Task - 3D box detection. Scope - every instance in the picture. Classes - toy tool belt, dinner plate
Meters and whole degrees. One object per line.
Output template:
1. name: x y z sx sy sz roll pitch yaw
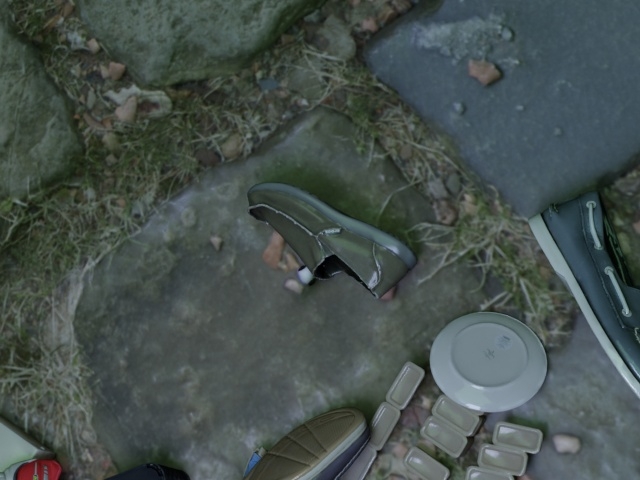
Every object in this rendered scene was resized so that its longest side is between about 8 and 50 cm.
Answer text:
1. toy tool belt: -0.079 0.303 1.433 0.052 0.051 0.083 13 78 23
2. dinner plate: 0.203 0.143 1.377 0.141 0.017 0.141 -1 53 2

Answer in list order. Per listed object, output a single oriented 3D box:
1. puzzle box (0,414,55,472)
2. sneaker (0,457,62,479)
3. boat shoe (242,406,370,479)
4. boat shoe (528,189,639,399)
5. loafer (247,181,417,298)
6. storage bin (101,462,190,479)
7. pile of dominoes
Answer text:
1. puzzle box: -0.599 0.315 1.612 0.409 0.052 0.272 28 84 25
2. sneaker: -0.328 0.409 1.463 0.118 0.107 0.279 -18 78 -29
3. boat shoe: -0.044 0.318 1.370 0.285 0.092 0.103 -42 22 -17
4. boat shoe: 0.357 0.077 1.321 0.099 0.116 0.319 -33 60 11
5. loafer: 0.000 0.000 1.480 0.251 0.094 0.087 25 78 24
6. storage bin: -0.219 0.385 1.439 0.122 0.084 0.180 -23 66 11
7. pile of dominoes: 0.136 0.288 1.385 0.196 0.040 0.251 31 93 25
